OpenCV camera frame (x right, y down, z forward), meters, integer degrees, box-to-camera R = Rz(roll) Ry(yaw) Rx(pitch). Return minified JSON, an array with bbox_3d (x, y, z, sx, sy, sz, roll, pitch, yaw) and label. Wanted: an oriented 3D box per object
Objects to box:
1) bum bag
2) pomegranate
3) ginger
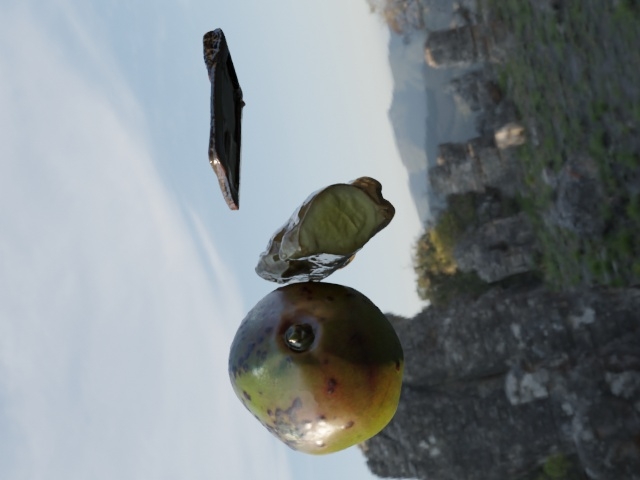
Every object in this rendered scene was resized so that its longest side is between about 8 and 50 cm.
[{"bbox_3d":[-0.097,-0.118,0.801,0.109,0.026,0.159,77,-170,-61],"label":"bum bag"},{"bbox_3d":[0.004,0.120,0.749,0.205,0.159,0.159,41,-146,-61],"label":"pomegranate"},{"bbox_3d":[-0.004,0.001,0.805,0.213,0.138,0.074,137,111,-75],"label":"ginger"}]
